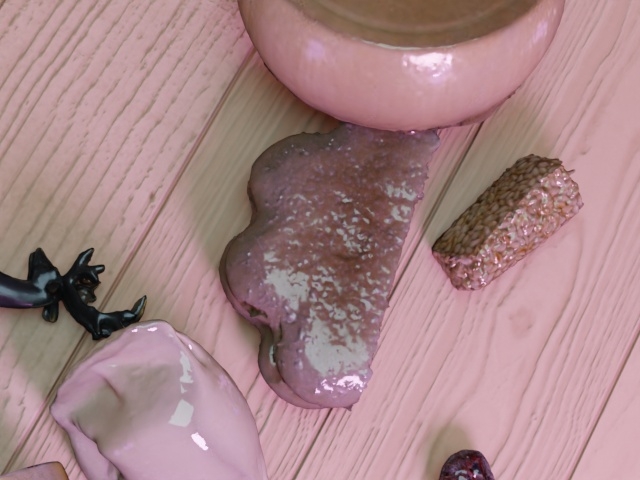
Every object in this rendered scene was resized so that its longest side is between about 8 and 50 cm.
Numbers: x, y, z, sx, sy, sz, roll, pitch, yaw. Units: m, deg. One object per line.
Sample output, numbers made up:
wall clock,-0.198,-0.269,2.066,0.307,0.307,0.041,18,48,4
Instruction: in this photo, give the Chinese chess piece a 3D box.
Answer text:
Chinese chess piece,0.082,-0.267,1.848,0.338,0.140,0.338,3,54,-4

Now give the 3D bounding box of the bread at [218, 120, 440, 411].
bread,0.003,-0.001,1.826,0.183,0.102,0.337,19,70,-6

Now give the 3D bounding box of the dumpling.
dumpling,-0.155,0.190,1.736,0.179,0.131,0.252,-26,117,15

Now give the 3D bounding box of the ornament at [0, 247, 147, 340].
ornament,-0.287,0.097,1.761,0.236,0.080,0.202,3,71,-9

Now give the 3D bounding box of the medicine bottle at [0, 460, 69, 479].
medicine bottle,-0.246,0.378,1.654,0.151,0.151,0.322,-21,80,-15

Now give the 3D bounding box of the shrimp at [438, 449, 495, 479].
shrimp,0.156,0.289,1.799,0.065,0.056,0.165,-13,80,-19

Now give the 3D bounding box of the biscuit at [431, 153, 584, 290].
biscuit,0.193,-0.017,1.878,0.168,0.082,0.070,-42,110,-18
